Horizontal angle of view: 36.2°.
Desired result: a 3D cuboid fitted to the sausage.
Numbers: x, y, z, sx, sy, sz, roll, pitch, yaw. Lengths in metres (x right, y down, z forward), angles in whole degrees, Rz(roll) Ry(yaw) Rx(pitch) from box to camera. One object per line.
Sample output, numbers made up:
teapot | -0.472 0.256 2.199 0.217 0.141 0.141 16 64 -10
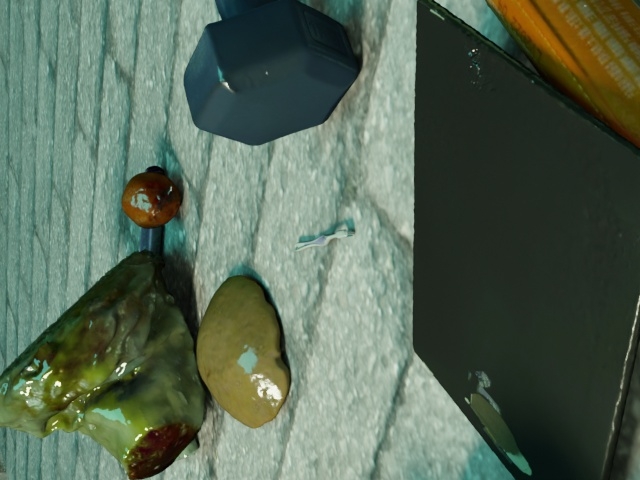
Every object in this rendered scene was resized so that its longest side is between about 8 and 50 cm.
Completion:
sausage | 0.173 -0.085 0.551 0.234 0.071 0.071 64 148 33

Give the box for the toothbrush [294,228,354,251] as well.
toothbrush | 0.000 0.000 0.985 0.131 0.013 0.011 165 107 -65

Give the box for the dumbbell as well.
dumbbell | -0.078 -0.258 0.934 0.144 0.159 0.325 72 -179 -71

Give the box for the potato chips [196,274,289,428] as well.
potato chips | -0.105 0.140 1.178 0.208 0.061 0.195 -126 41 -49

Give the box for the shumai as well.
shumai | -0.275 0.196 1.394 0.309 0.304 0.263 -39 97 24

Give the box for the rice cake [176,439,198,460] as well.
rice cake | -0.229 0.323 1.498 0.207 0.033 0.033 -37 73 61

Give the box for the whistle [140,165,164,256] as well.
whistle | -0.252 -0.028 1.463 0.033 0.033 0.177 48 137 50

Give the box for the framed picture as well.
framed picture | 0.125 0.030 0.658 0.244 0.013 0.324 -127 26 -47

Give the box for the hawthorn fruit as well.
hawthorn fruit | -0.233 -0.057 1.371 0.093 0.081 0.081 3 99 63
